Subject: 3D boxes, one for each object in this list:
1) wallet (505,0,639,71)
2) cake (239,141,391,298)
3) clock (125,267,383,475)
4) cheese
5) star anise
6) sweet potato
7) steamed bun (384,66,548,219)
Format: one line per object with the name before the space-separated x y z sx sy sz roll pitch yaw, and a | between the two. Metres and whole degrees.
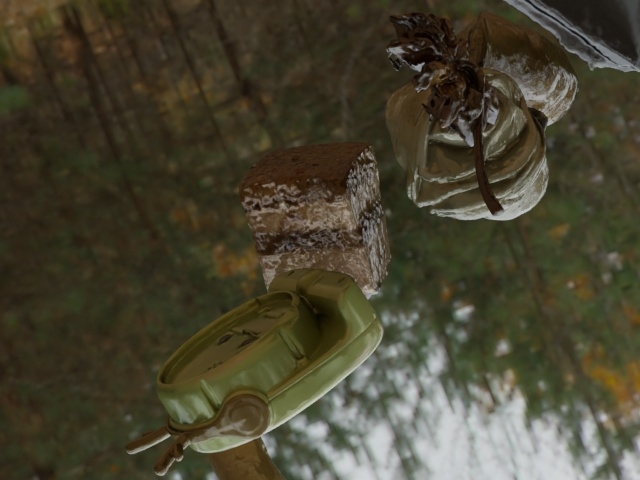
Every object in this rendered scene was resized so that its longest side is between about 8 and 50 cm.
wallet | 0.261 -0.345 1.224 0.051 0.197 0.377 -8 -120 62
cake | 0.000 0.000 2.232 0.196 0.293 0.199 -5 -159 16
clock | -0.089 0.151 1.590 0.308 0.096 0.235 -37 -164 -18
cheese | -0.087 0.373 2.012 0.093 0.159 0.263 -25 -146 -9
star anise | 0.153 -0.155 1.525 0.073 0.234 0.177 -23 -165 26
sweet potato | 0.296 -0.241 2.063 0.158 0.158 0.369 -17 166 37
steamed bun | 0.206 -0.138 1.837 0.211 0.218 0.144 -9 166 -9
